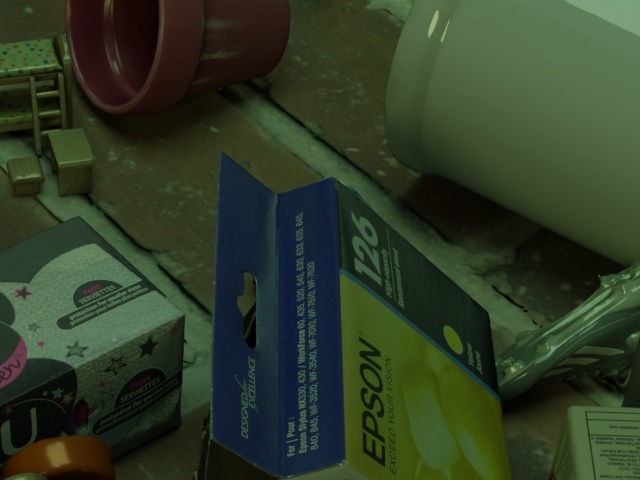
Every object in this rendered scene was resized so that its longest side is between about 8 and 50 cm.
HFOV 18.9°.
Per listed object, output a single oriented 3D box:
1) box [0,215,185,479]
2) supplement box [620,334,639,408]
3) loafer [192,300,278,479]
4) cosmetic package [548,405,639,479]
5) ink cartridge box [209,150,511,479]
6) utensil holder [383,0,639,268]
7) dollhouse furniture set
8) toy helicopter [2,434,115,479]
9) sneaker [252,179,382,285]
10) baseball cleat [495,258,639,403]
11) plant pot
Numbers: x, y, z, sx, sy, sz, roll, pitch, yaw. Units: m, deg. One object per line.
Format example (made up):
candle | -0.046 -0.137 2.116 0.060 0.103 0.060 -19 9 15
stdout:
box | -0.254 0.113 1.594 0.247 0.142 0.163 -27 50 -31
supplement box | 0.389 0.132 1.652 0.239 0.130 0.073 4 40 -3
loafer | -0.047 0.164 1.566 0.134 0.130 0.366 3 40 -2
cosmetic package | 0.264 0.276 1.472 0.153 0.129 0.296 5 40 -3
ink cartridge box | 0.039 0.101 1.537 0.072 0.307 0.303 -29 40 26
utensil holder | 0.308 -0.137 1.817 0.385 0.327 0.327 28 45 21
dollhouse furniture set | -0.328 -0.119 1.888 0.182 0.101 0.161 -9 42 -16
toy helicopter | -0.301 0.217 1.350 0.235 0.355 0.140 -26 62 17
sneaker | 0.000 0.000 1.817 0.073 0.063 0.162 33 48 24
baseball cleat | 0.237 0.107 1.710 0.206 0.109 0.072 -34 16 -3
plant pot | -0.140 -0.231 1.986 0.180 0.201 0.201 -5 39 -35
